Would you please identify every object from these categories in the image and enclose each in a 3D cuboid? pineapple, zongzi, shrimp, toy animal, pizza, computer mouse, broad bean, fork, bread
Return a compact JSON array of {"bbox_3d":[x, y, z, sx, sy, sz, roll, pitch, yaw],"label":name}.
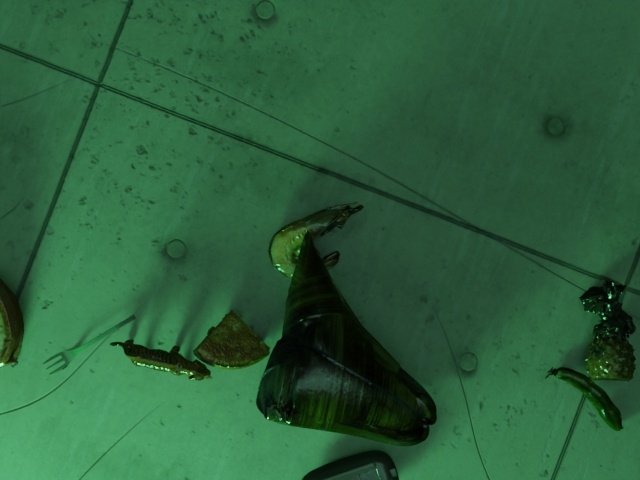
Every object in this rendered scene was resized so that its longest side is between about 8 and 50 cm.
[{"bbox_3d":[0.672,0.208,1.870,0.119,0.111,0.237,7,81,-32],"label":"pineapple"},{"bbox_3d":[0.093,0.226,1.808,0.403,0.208,0.433,14,79,-7],"label":"zongzi"},{"bbox_3d":[0.000,0.000,1.865,0.251,0.052,0.144,-29,102,6],"label":"shrimp"},{"bbox_3d":[-0.363,0.266,1.821,0.241,0.099,0.057,16,89,-3],"label":"toy animal"},{"bbox_3d":[-0.201,0.231,1.848,0.174,0.046,0.134,11,73,-15],"label":"pizza"},{"bbox_3d":[0.066,0.567,1.865,0.232,0.057,0.120,-20,91,0],"label":"computer mouse"},{"bbox_3d":[0.636,0.366,1.898,0.226,0.039,0.069,38,114,1],"label":"broad bean"},{"bbox_3d":[-0.528,0.237,1.854,0.235,0.021,0.039,-30,96,-3],"label":"fork"},{"bbox_3d":[-0.759,0.185,1.792,0.190,0.123,0.244,-32,93,-3],"label":"bread"}]
